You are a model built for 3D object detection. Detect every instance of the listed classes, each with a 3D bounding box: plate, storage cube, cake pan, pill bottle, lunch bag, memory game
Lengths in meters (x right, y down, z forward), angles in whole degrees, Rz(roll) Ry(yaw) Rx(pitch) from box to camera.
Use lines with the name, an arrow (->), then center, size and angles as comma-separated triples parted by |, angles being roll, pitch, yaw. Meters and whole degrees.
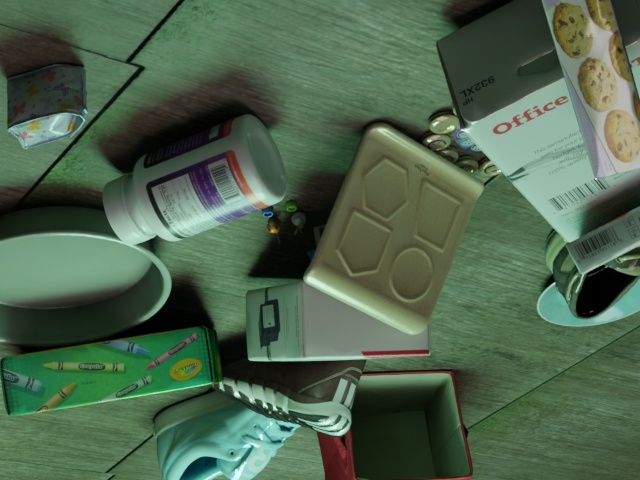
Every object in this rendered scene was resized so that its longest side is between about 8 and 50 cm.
plate -> 0.402, 0.070, 2.199 | 0.188, 0.024, 0.188 | -7, 151, -4
storage cube -> 0.112, 0.329, 2.401 | 0.215, 0.183, 0.193 | 0, 149, -15
cake pan -> -0.336, 0.045, 1.928 | 0.293, 0.054, 0.293 | -7, 150, -4
pill bottle -> -0.146, -0.063, 1.744 | 0.194, 0.108, 0.108 | -20, 148, 19
lunch bag -> -0.283, -0.142, 1.608 | 0.083, 0.071, 0.053 | -17, 147, 12
memory game -> 0.211, -0.128, 1.823 | 0.186, 0.012, 0.186 | -6, 150, -4

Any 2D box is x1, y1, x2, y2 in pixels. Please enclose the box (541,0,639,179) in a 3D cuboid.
box -> 0.249, -0.215, 1.461 | 0.067, 0.063, 0.324 | -15, 113, 12

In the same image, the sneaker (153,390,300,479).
sneaker -> -0.091, 0.290, 2.314 | 0.366, 0.150, 0.135 | -27, 146, 28

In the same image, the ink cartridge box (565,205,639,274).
ink cartridge box -> 0.374, -0.019, 1.780 | 0.145, 0.045, 0.179 | -29, 177, 21

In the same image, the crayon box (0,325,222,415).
crayon box -> -0.279, 0.177, 2.078 | 0.279, 0.081, 0.165 | -9, 176, -1

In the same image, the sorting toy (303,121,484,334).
sorting toy -> 0.087, -0.013, 1.826 | 0.193, 0.208, 0.038 | 28, 174, -34

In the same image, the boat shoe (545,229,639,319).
boat shoe -> 0.407, -0.014, 1.951 | 0.132, 0.130, 0.355 | 1, 148, -17

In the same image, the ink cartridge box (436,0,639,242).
ink cartridge box -> 0.298, -0.150, 1.680 | 0.223, 0.129, 0.307 | -27, 146, 18

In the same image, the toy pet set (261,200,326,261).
toy pet set -> 0.000, 0.000, 1.931 | 0.122, 0.065, 0.114 | -13, 150, 7

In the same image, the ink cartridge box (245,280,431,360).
ink cartridge box -> 0.018, 0.104, 1.964 | 0.172, 0.100, 0.237 | 0, 176, -19

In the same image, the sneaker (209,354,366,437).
sneaker -> -0.040, 0.173, 2.184 | 0.281, 0.162, 0.106 | 13, 162, 40
